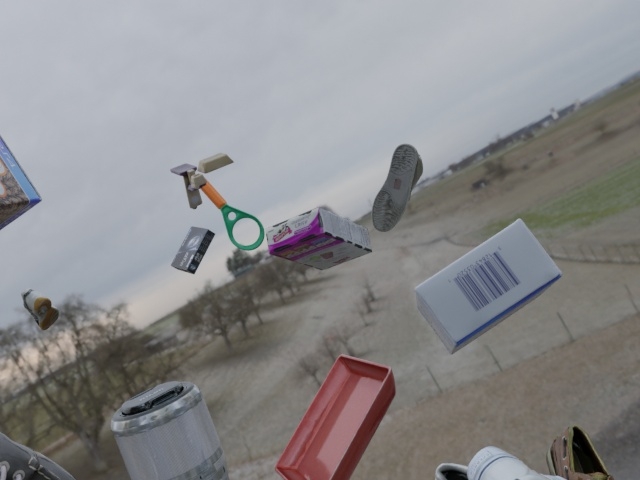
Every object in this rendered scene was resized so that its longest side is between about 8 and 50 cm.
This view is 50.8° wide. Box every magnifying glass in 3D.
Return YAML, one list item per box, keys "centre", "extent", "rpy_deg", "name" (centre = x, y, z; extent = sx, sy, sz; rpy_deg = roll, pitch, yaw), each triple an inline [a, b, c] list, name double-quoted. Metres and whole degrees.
- centre: [-0.236, -0.070, 1.755]
  extent: [0.092, 0.231, 0.026]
  rpy_deg: [-42, -2, 1]
  name: "magnifying glass"

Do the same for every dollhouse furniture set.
- centre: [-0.196, -0.103, 1.230]
  extent: [0.114, 0.081, 0.091]
  rpy_deg: [-28, 31, -32]
  name: "dollhouse furniture set"

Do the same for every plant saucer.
- centre: [0.031, 0.338, 1.216]
  extent: [0.258, 0.047, 0.259]
  rpy_deg: [-59, 13, -13]
  name: "plant saucer"

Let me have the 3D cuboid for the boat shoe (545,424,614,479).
- centre: [0.553, 0.520, 1.398]
  extent: [0.307, 0.110, 0.104]
  rpy_deg: [-101, 22, -57]
  name: "boat shoe"

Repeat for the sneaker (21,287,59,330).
- centre: [-0.373, 0.089, 0.895]
  extent: [0.032, 0.037, 0.083]
  rpy_deg: [-49, -14, -33]
  name: "sneaker"

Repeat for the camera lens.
- centre: [-0.350, 0.487, 1.585]
  extent: [0.219, 0.274, 0.219]
  rpy_deg: [-19, 5, 2]
  name: "camera lens"

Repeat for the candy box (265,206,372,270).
- centre: [0.000, 0.000, 1.638]
  extent: [0.159, 0.071, 0.233]
  rpy_deg: [-21, -23, 27]
  name: "candy box"

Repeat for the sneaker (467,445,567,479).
- centre: [0.299, 0.365, 0.906]
  extent: [0.094, 0.258, 0.091]
  rpy_deg: [-55, 30, 5]
  name: "sneaker"

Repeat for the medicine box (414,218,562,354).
- centre: [0.358, 0.113, 1.490]
  extent: [0.263, 0.149, 0.289]
  rpy_deg: [-34, -16, 0]
  name: "medicine box"

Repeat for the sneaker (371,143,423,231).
- centre: [0.202, -0.122, 1.671]
  extent: [0.118, 0.083, 0.222]
  rpy_deg: [8, -76, -68]
  name: "sneaker"

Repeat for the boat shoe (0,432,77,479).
- centre: [-0.358, 0.204, 0.608]
  extent: [0.112, 0.335, 0.095]
  rpy_deg: [-63, 6, -29]
  name: "boat shoe"

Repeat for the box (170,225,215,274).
- centre: [-0.230, 0.017, 1.215]
  extent: [0.067, 0.018, 0.083]
  rpy_deg: [10, 70, 52]
  name: "box"

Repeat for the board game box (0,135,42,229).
- centre: [-0.481, -0.026, 0.681]
  extent: [0.232, 0.141, 0.291]
  rpy_deg: [-32, 3, 12]
  name: "board game box"

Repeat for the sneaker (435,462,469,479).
- centre: [0.395, 0.588, 1.545]
  extent: [0.297, 0.111, 0.129]
  rpy_deg: [8, -24, 26]
  name: "sneaker"
